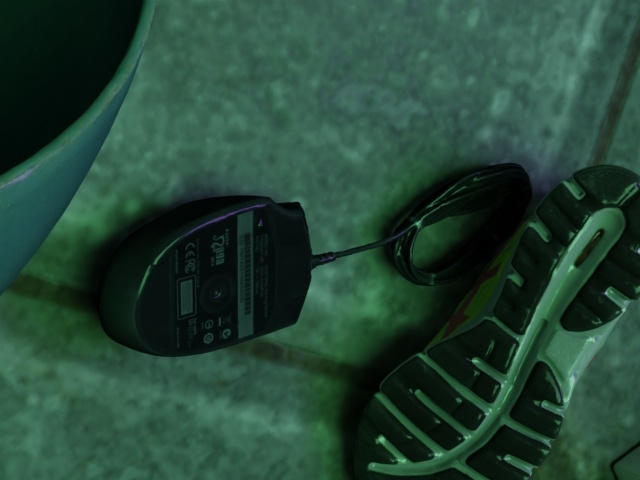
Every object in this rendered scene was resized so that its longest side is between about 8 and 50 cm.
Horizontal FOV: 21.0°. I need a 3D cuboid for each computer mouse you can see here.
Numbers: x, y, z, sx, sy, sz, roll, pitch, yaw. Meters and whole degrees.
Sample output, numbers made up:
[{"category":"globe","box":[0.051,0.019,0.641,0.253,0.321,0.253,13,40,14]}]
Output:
[{"category":"computer mouse","box":[0.000,0.000,0.801,0.242,0.041,0.071,-13,117,-35]}]

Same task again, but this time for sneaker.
[{"category":"sneaker","box":[0.096,0.053,0.843,0.081,0.094,0.208,41,101,3]}]

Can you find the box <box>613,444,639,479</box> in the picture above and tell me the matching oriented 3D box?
[{"category":"box","box":[0.266,0.139,0.906,0.130,0.170,0.091,-35,116,-19]}]

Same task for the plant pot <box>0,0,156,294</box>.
[{"category":"plant pot","box":[-0.213,-0.039,0.549,0.290,0.290,0.195,-10,143,-28]}]
